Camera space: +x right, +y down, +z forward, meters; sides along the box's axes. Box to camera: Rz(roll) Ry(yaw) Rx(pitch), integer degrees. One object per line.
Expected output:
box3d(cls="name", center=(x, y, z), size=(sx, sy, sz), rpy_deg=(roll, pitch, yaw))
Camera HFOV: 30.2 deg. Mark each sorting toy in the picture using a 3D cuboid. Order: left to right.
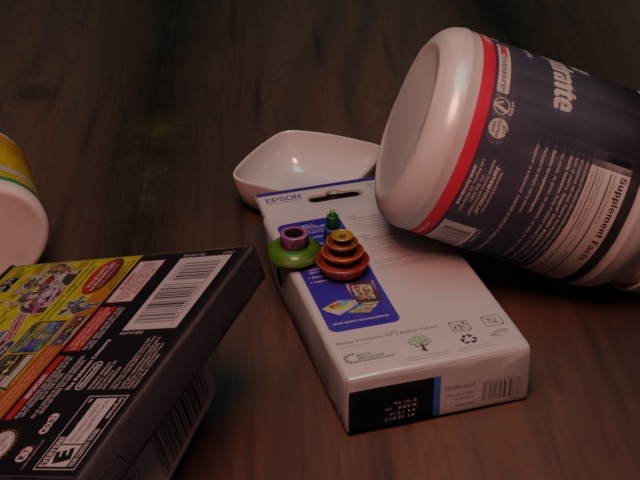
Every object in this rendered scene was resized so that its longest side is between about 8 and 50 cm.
box3d(cls="sorting toy", center=(0.000, 0.000, 1.084), size=(0.102, 0.042, 0.061), rpy_deg=(15, 34, 26))

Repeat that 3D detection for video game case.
box3d(cls="video game case", center=(-0.203, 0.096, 0.873), size=(0.248, 0.035, 0.275), rpy_deg=(-5, 30, 27))

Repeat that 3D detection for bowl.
box3d(cls="bowl", center=(-0.013, -0.066, 1.314), size=(0.142, 0.053, 0.142), rpy_deg=(13, 33, 23))

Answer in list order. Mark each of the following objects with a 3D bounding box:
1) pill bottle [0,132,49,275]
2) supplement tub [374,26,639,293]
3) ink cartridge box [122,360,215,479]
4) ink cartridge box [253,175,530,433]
box3d(cls="pill bottle", center=(-0.358, -0.049, 1.244), size=(0.117, 0.118, 0.208), rpy_deg=(-13, 32, -17))
box3d(cls="supplement tub", center=(0.203, -0.068, 1.099), size=(0.272, 0.191, 0.191), rpy_deg=(18, 28, -11))
box3d(cls="ink cartridge box", center=(-0.304, 0.192, 0.896), size=(0.385, 0.091, 0.308), rpy_deg=(-10, 27, 21))
box3d(cls="ink cartridge box", center=(0.053, 0.044, 1.109), size=(0.165, 0.065, 0.333), rpy_deg=(-9, 32, -12))
